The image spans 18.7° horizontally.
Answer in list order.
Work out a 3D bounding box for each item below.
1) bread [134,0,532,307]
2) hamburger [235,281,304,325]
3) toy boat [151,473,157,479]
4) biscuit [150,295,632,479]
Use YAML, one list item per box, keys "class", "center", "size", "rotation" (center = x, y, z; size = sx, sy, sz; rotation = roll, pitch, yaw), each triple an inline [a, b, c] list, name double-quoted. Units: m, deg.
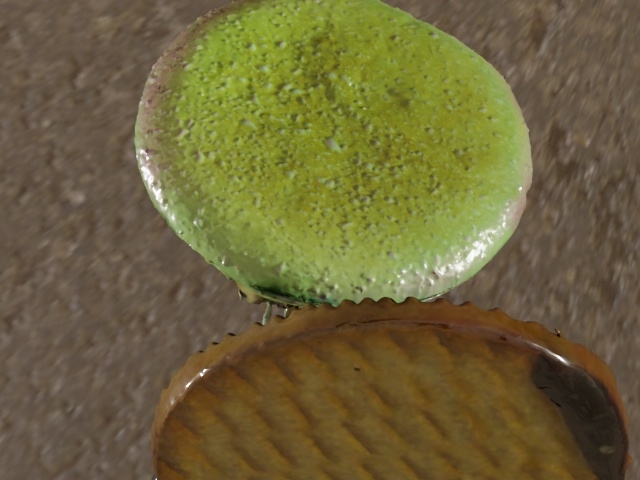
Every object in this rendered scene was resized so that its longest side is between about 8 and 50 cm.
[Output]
- class: "bread"
  center: [0.007, -0.074, 1.412]
  size: [0.301, 0.301, 0.045]
  rotation: [21, 143, 7]
- class: "hamburger"
  center: [0.000, 0.000, 1.526]
  size: [0.113, 0.177, 0.185]
  rotation: [36, 107, -14]
- class: "toy boat"
  center: [-0.092, 0.270, 1.923]
  size: [0.109, 0.238, 0.098]
  rotation: [-4, 93, -24]
- class: "biscuit"
  center: [0.045, 0.136, 1.277]
  size: [0.317, 0.040, 0.318]
  rotation: [0, 140, 0]
